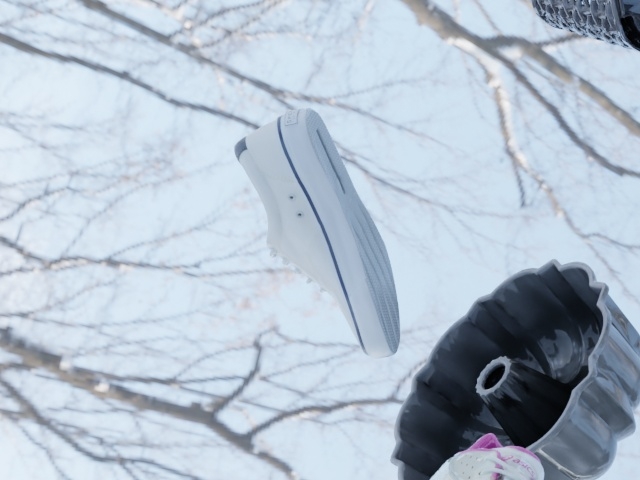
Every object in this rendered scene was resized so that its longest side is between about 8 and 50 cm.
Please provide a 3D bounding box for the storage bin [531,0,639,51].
[{"bbox_3d":[0.156,-0.192,0.568,0.122,0.180,0.084,-23,-155,-12],"label":"storage bin"}]

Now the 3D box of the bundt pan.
[{"bbox_3d":[0.238,0.187,1.394,0.331,0.124,0.331,-44,-159,21],"label":"bundt pan"}]

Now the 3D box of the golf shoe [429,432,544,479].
[{"bbox_3d":[0.114,0.215,0.922,0.140,0.115,0.306,-53,178,0],"label":"golf shoe"}]

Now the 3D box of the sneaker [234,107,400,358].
[{"bbox_3d":[0.000,0.000,1.171,0.091,0.094,0.258,-17,-76,22],"label":"sneaker"}]
